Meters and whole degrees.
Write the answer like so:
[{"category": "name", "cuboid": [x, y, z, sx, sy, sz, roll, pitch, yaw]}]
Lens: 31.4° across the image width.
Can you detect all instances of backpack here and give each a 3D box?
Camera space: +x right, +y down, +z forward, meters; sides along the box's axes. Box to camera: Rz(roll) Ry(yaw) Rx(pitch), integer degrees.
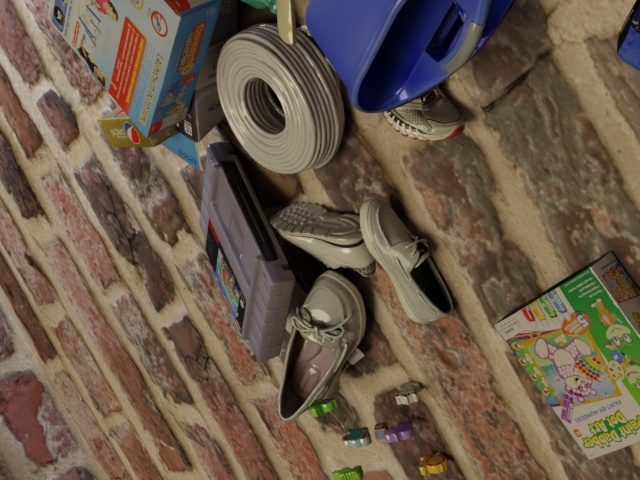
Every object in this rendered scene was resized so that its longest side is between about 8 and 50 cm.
[{"category": "backpack", "cuboid": [0.386, -0.232, 1.248, 0.101, 0.098, 0.120, 43, 143, 17]}]

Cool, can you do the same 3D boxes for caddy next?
[{"category": "caddy", "cuboid": [0.134, -0.296, 1.406, 0.179, 0.241, 0.341, 55, 148, 17]}]

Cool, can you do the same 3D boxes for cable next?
[{"category": "cable", "cuboid": [-0.066, -0.228, 1.861, 0.257, 0.089, 0.257, 14, 127, 47]}]

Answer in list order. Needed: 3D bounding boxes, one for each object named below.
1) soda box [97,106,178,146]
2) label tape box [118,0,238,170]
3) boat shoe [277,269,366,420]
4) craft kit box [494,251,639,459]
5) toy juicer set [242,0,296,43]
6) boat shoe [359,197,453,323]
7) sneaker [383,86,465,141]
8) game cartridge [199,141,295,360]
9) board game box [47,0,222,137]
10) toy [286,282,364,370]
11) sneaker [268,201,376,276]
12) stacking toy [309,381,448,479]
[{"category": "soda box", "cuboid": [-0.334, -0.208, 2.070, 0.181, 0.058, 0.061, 7, 128, 55]}, {"category": "label tape box", "cuboid": [-0.261, -0.331, 2.022, 0.249, 0.115, 0.347, 36, 144, 32]}, {"category": "boat shoe", "cuboid": [-0.007, 0.193, 2.031, 0.118, 0.103, 0.320, 32, 131, 14]}, {"category": "craft kit box", "cuboid": [0.393, 0.170, 1.605, 0.246, 0.061, 0.250, 53, 147, 5]}, {"category": "toy juicer set", "cuboid": [-0.098, -0.455, 1.734, 0.329, 0.089, 0.209, 40, 131, 40]}, {"category": "boat shoe", "cuboid": [0.144, 0.028, 1.811, 0.081, 0.079, 0.227, -15, 109, 47]}, {"category": "sneaker", "cuboid": [0.118, -0.225, 1.620, 0.225, 0.088, 0.092, 44, 143, 21]}, {"category": "game cartridge", "cuboid": [-0.145, 0.020, 2.082, 0.230, 0.068, 0.355, 107, 146, -44]}, {"category": "board game box", "cuboid": [-0.315, -0.378, 1.867, 0.302, 0.086, 0.308, 50, 146, 14]}, {"category": "toy", "cuboid": [-0.017, 0.140, 2.125, 0.237, 0.056, 0.137, 50, 143, 4]}, {"category": "sneaker", "cuboid": [0.000, 0.000, 1.969, 0.235, 0.090, 0.095, 21, 142, 47]}, {"category": "stacking toy", "cuboid": [0.102, 0.352, 2.045, 0.221, 0.052, 0.167, -12, 109, 18]}]
